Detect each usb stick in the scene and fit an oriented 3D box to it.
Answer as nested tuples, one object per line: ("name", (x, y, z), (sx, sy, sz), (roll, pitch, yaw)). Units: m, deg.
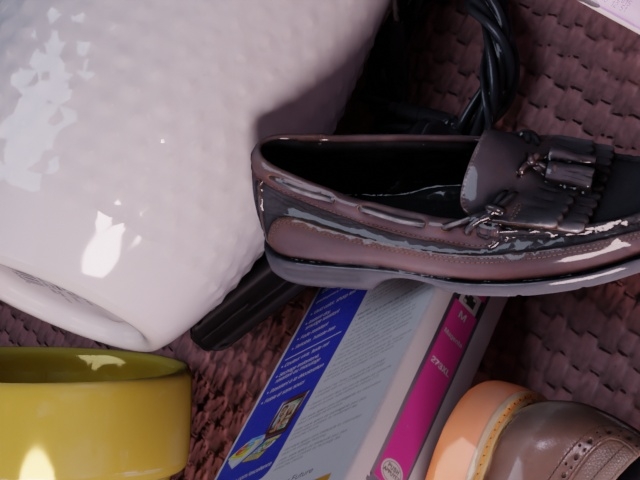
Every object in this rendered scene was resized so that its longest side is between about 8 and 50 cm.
("usb stick", (0.000, 0.000, 1.430), (0.278, 0.045, 0.077), (-37, 14, 39))

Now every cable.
("cable", (0.084, -0.131, 1.428), (0.150, 0.047, 0.184), (-51, 40, 26))

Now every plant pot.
("plant pot", (-0.231, 0.215, 1.552), (0.254, 0.254, 0.239), (7, 97, 53))

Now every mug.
("mug", (-0.123, -0.084, 1.466), (0.276, 0.374, 0.328), (19, 74, 13))

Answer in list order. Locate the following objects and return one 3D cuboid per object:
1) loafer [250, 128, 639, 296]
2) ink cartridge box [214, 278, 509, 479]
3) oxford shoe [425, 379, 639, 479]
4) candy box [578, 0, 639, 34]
("loafer", (0.089, -0.028, 1.248), (0.302, 0.095, 0.109), (-3, 36, 27))
("ink cartridge box", (0.030, 0.092, 1.317), (0.176, 0.069, 0.371), (-31, 23, 42))
("oxford shoe", (0.115, 0.273, 1.163), (0.132, 0.130, 0.364), (11, 93, 37))
("candy box", (0.170, -0.200, 1.198), (0.070, 0.165, 0.196), (-57, 16, 20))
